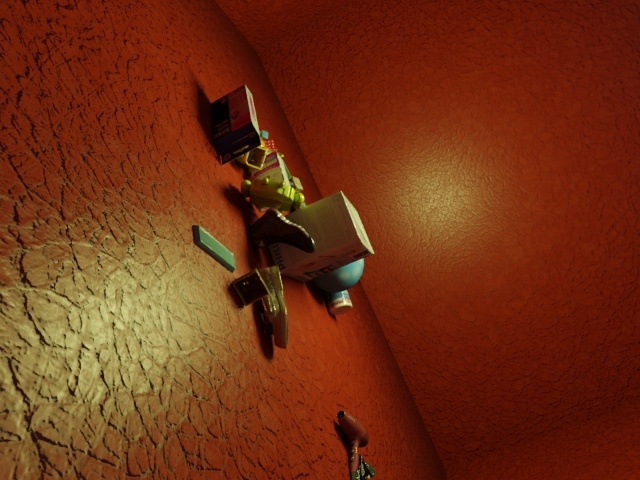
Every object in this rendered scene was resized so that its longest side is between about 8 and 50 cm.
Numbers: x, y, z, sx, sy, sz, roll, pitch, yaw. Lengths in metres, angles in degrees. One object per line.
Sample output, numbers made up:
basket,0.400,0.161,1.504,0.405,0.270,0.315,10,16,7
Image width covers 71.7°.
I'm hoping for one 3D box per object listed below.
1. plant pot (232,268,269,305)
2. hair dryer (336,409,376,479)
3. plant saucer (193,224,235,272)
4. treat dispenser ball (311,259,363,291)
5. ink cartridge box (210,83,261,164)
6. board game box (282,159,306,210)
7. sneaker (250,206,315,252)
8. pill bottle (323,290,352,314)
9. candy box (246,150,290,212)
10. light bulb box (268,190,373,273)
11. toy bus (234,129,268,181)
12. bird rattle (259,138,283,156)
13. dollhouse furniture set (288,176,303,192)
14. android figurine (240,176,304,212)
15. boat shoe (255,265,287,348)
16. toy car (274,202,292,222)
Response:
plant pot,-0.207,0.132,1.330,0.082,0.081,0.083,63,0,-14
hair dryer,0.136,0.756,1.608,0.294,0.080,0.223,67,11,10
plant saucer,-0.300,0.024,1.271,0.192,0.018,0.067,50,18,-53
treat dispenser ball,0.071,0.112,2.187,0.288,0.287,0.288,61,11,-20
ink cartridge box,-0.341,-0.465,1.752,0.069,0.175,0.371,53,16,-49
board game box,-0.151,-0.274,2.478,0.318,0.046,0.213,63,-2,11
sneaker,-0.154,0.000,1.605,0.281,0.162,0.107,35,-28,38
pill bottle,0.078,0.269,2.331,0.124,0.124,0.222,48,20,-59
candy box,-0.223,-0.256,1.919,0.071,0.159,0.234,49,20,-54
light bulb box,0.000,0.000,1.887,0.358,0.360,0.226,34,34,-71
toy bus,-0.310,-0.365,1.865,0.104,0.202,0.191,14,52,-37
bird rattle,-0.287,-0.459,2.194,0.206,0.143,0.254,34,26,-40
dollhouse furniture set,-0.196,-0.327,2.303,0.129,0.129,0.184,-13,80,-80
android figurine,-0.187,-0.174,1.702,0.273,0.247,0.056,116,-15,-73
boat shoe,-0.157,0.214,1.414,0.105,0.089,0.286,95,-15,-52
toy car,-0.132,-0.090,1.702,0.060,0.040,0.122,35,-28,37
